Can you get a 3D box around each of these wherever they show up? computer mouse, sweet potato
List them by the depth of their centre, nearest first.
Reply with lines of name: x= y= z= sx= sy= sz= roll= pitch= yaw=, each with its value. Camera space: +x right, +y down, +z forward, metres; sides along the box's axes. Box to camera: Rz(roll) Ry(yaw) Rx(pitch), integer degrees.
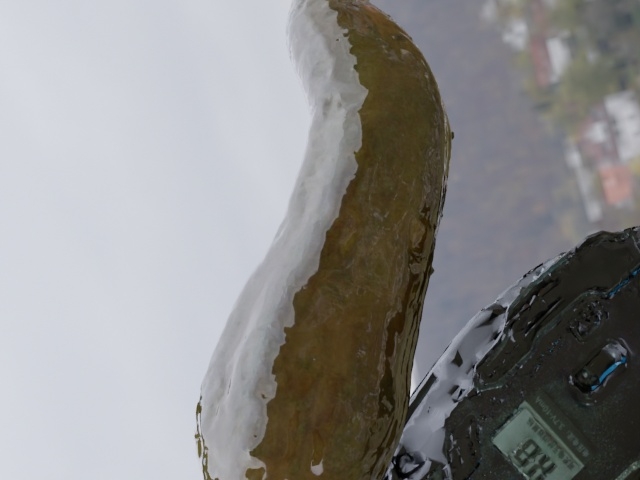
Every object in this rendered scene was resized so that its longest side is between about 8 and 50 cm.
sweet potato: x=0.005 y=-0.002 z=0.662 sx=0.062 sy=0.081 sz=0.233 roll=33 pitch=-119 yaw=-48
computer mouse: x=0.124 y=0.078 z=0.960 sx=0.146 sy=0.242 sz=0.077 roll=49 pitch=175 yaw=-20
